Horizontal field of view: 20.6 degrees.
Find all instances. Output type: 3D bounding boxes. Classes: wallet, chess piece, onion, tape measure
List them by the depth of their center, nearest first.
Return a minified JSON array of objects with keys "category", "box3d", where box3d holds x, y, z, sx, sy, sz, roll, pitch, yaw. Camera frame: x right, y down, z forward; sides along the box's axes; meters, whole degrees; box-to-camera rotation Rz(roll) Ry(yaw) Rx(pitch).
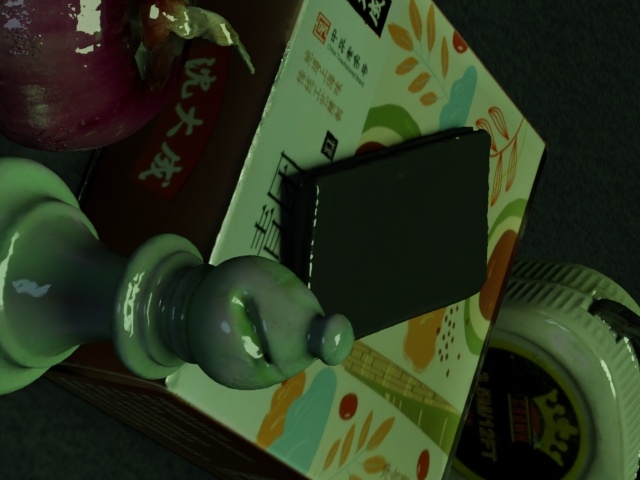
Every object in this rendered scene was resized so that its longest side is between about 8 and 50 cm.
[{"category":"chess piece","box3d":[-0.101,0.033,0.955,0.139,0.272,0.139,-19,113,-54]},{"category":"onion","box3d":[-0.137,-0.135,0.978,0.177,0.153,0.177,-6,98,-45]},{"category":"wallet","box3d":[0.051,-0.002,1.188,0.244,0.025,0.124,-19,113,-57]},{"category":"tape measure","box3d":[0.187,0.150,1.483,0.133,0.231,0.271,-37,127,-51]}]

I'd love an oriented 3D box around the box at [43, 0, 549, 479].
[{"category":"box","box3d":[0.000,0.000,1.249,0.385,0.122,0.344,41,62,-54]}]
